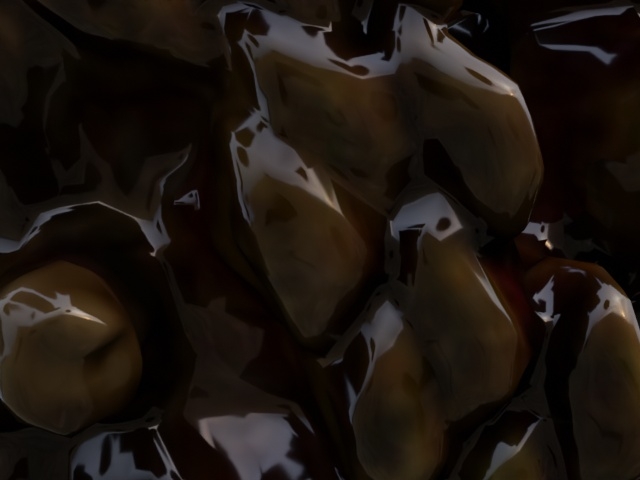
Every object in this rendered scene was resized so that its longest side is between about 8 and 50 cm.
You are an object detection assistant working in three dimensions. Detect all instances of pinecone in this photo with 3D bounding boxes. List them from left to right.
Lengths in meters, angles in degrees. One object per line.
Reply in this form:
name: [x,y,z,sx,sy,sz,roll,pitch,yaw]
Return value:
pinecone: [-0.040,-0.014,0.524,0.397,0.398,0.398,-14,-24,-6]
